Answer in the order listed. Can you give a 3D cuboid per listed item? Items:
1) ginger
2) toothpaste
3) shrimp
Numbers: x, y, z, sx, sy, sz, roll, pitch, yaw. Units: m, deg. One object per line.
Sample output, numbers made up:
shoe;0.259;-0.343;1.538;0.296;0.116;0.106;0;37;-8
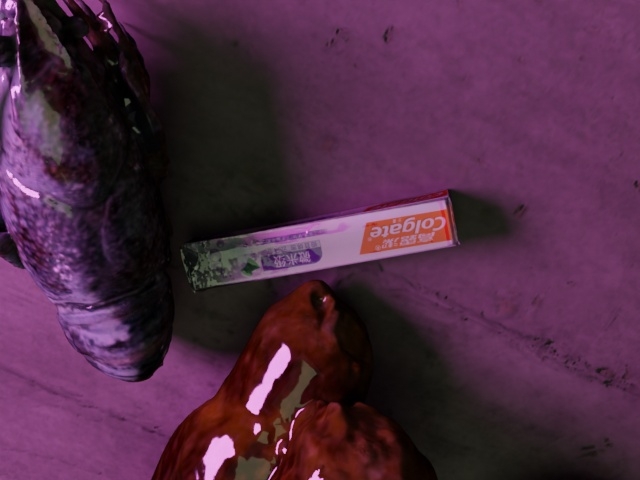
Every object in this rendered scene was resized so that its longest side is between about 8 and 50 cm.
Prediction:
ginger;-0.050;0.256;0.682;0.176;0.254;0.418;11;122;-40
toothpaste;0.000;0.000;0.656;0.196;0.047;0.040;-10;101;8
shrimp;-0.184;-0.055;0.578;0.172;0.137;0.372;-17;117;-7
